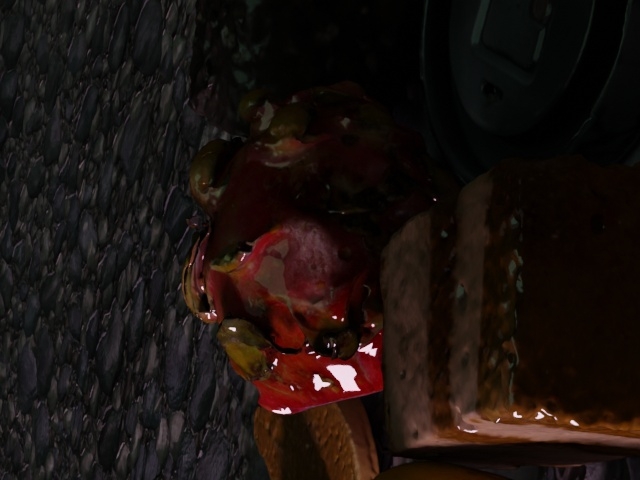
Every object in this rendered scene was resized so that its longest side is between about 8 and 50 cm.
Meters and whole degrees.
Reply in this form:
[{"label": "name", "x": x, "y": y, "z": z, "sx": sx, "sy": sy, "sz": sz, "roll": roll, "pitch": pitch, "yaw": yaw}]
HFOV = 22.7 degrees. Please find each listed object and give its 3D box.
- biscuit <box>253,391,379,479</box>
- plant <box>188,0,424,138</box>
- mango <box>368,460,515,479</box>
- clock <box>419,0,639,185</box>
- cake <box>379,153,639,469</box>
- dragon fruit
[{"label": "biscuit", "x": -0.003, "y": 0.228, "z": 1.669, "sx": 0.289, "sy": 0.044, "sz": 0.202, "roll": -141, "pitch": 53, "yaw": -63}, {"label": "plant", "x": -0.005, "y": -0.251, "z": 1.587, "sx": 0.213, "sy": 0.215, "sz": 0.312, "roll": -137, "pitch": 60, "yaw": -62}, {"label": "mango", "x": 0.148, "y": 0.275, "z": 1.200, "sx": 0.295, "sy": 0.120, "sz": 0.177, "roll": 28, "pitch": 112, "yaw": 15}, {"label": "clock", "x": 0.188, "y": -0.196, "z": 1.346, "sx": 0.325, "sy": 0.067, "sz": 0.325, "roll": -23, "pitch": 64, "yaw": 61}, {"label": "cake", "x": 0.163, "y": 0.071, "z": 1.214, "sx": 0.293, "sy": 0.196, "sz": 0.198, "roll": 146, "pitch": 127, "yaw": -63}, {"label": "dragon fruit", "x": 0.000, "y": 0.000, "z": 1.432, "sx": 0.250, "sy": 0.269, "sz": 0.291, "roll": -12, "pitch": 93, "yaw": 45}]
